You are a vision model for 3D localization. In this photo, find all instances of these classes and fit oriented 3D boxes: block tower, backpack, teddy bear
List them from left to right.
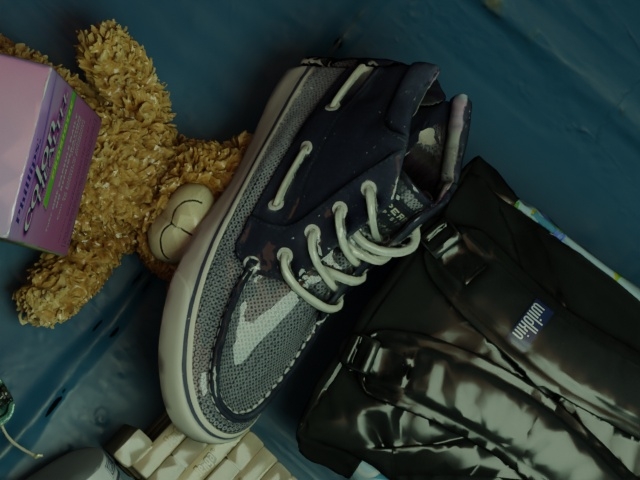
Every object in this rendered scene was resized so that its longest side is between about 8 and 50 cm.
[{"bbox_3d":[-0.198,-0.059,1.285,0.338,0.113,0.245,41,79,-7],"label":"teddy bear"},{"bbox_3d":[-0.026,0.257,1.307,0.335,0.091,0.097,45,76,-7],"label":"block tower"},{"bbox_3d":[0.198,0.155,1.306,0.355,0.273,0.290,29,76,13],"label":"backpack"}]

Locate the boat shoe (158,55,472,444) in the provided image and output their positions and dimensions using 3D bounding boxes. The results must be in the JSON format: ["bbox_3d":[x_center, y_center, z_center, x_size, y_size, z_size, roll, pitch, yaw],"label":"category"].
[{"bbox_3d":[0.000,0.000,1.226,0.127,0.158,0.341,36,65,-40],"label":"boat shoe"}]

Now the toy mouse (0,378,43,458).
[{"bbox_3d":[-0.294,0.154,1.281,0.143,0.031,0.161,15,82,-11],"label":"toy mouse"}]

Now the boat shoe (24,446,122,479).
[{"bbox_3d":[-0.259,0.267,1.248,0.258,0.095,0.084,-31,113,-7],"label":"boat shoe"}]

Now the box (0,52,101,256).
[{"bbox_3d":[-0.285,-0.074,1.121,0.213,0.243,0.117,14,87,1],"label":"box"}]
